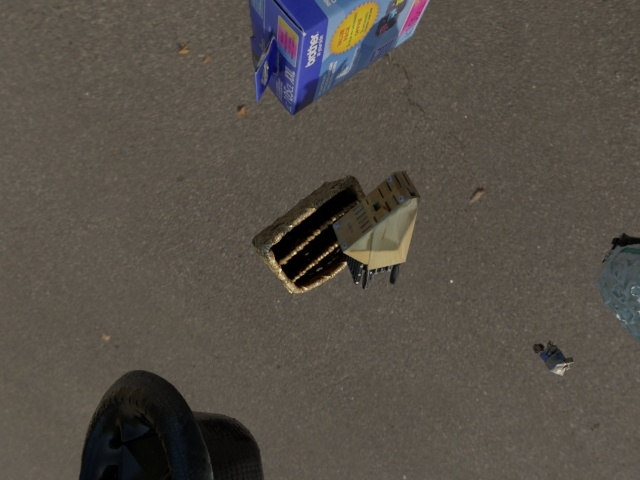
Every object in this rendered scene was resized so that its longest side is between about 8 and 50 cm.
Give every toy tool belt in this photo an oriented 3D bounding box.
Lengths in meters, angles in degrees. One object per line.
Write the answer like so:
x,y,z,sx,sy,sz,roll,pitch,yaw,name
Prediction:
0.503,0.244,1.005,0.052,0.083,0.051,21,117,-28,toy tool belt

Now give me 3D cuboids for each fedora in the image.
-0.181,0.317,0.597,0.152,0.334,0.334,9,126,-43,fedora

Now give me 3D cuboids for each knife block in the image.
0.160,-0.003,1.080,0.275,0.088,0.242,-41,137,24,knife block

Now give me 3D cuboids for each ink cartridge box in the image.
0.019,-0.407,0.850,0.395,0.270,0.151,-36,84,-12,ink cartridge box

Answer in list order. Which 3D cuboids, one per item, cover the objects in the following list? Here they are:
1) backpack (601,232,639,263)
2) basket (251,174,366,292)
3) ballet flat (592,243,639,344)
1.078,0.125,1.600,0.191,0.225,0.253,19,155,36,backpack
0.000,0.000,1.219,0.299,0.223,0.213,-38,102,-11,basket
0.520,0.171,0.581,0.147,0.147,0.409,-45,78,24,ballet flat
